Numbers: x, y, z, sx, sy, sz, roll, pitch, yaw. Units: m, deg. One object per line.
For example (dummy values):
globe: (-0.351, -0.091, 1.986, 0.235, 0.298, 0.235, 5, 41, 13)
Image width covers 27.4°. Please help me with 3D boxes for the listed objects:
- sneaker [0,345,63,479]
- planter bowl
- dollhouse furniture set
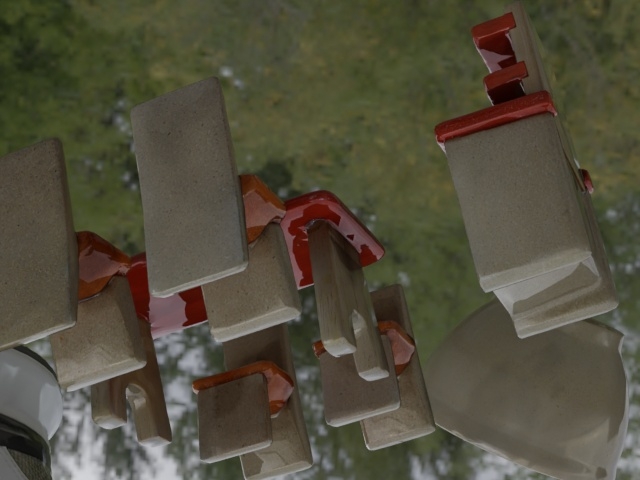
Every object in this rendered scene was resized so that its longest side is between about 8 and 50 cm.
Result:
sneaker: (-0.289, 0.131, 0.547, 0.447, 0.169, 0.257, 22, -138, -40)
planter bowl: (0.158, 0.098, 0.966, 0.162, 0.109, 0.162, 22, -177, -1)
dollhouse furniture set: (0.000, 0.000, 0.639, 0.259, 0.135, 0.262, -19, 152, 15)
